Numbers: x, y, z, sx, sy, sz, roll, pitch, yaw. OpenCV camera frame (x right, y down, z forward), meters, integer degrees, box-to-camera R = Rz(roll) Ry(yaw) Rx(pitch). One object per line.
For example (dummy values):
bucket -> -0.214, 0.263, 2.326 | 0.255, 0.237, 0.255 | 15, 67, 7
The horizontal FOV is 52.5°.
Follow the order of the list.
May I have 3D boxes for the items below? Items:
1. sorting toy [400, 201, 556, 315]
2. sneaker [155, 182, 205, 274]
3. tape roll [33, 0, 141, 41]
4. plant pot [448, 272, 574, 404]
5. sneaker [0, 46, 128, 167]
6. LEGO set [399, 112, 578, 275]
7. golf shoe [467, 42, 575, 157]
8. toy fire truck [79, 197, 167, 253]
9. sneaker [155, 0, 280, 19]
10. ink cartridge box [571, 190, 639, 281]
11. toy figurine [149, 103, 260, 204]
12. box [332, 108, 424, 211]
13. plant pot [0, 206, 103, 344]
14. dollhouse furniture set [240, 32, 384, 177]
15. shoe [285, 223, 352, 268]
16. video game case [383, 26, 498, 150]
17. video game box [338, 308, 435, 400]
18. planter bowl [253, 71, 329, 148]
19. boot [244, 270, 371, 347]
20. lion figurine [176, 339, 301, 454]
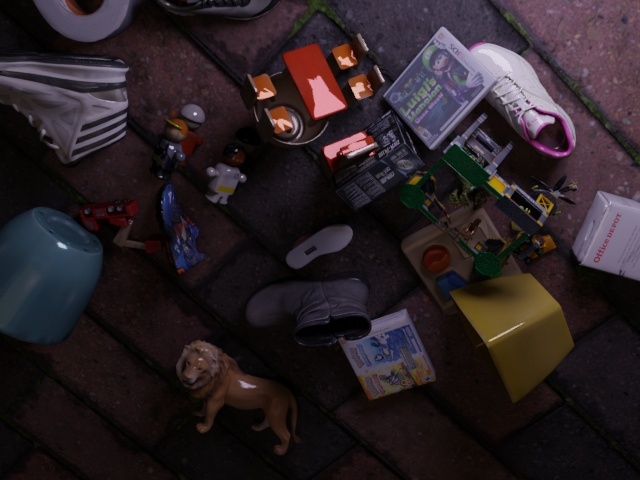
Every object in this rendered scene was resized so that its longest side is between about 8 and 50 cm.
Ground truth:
sorting toy -> 0.372, 0.028, 1.511 | 0.307, 0.041, 0.229 | -29, 106, 18
sneaker -> -0.341, -0.032, 1.570 | 0.087, 0.083, 0.221 | -17, 103, -25
tape roll -> -0.495, -0.536, 1.373 | 0.219, 0.072, 0.219 | 3, 113, 7
plant pot -> 0.446, 0.201, 1.479 | 0.187, 0.212, 0.212 | -28, 121, 2
sneaker -> -0.650, -0.288, 1.446 | 0.448, 0.169, 0.257 | 5, 112, 3
LEGO set -> 0.356, -0.108, 1.395 | 0.331, 0.192, 0.255 | 37, 136, 9
golf shoe -> 0.415, -0.284, 1.321 | 0.306, 0.140, 0.115 | 41, 113, -8
toy fire truck -> -0.487, -0.032, 1.599 | 0.192, 0.047, 0.135 | -5, 113, 10
sneaker -> -0.213, -0.502, 1.331 | 0.272, 0.108, 0.100 | 0, 111, 6
ink cartridge box -> 0.692, -0.001, 1.428 | 0.218, 0.092, 0.158 | 15, 114, -1
toy figurine -> -0.248, -0.194, 1.411 | 0.213, 0.209, 0.148 | 25, 108, -4
box -> 0.115, -0.173, 1.395 | 0.180, 0.147, 0.077 | -35, 125, 19
plant pot -> -0.663, 0.064, 1.545 | 0.293, 0.293, 0.235 | 37, 99, -8
dollhouse furniture set -> 0.012, -0.267, 1.284 | 0.262, 0.135, 0.259 | -25, 85, -17
shoe -> 0.000, 0.000, 1.527 | 0.178, 0.081, 0.063 | -29, 106, 21
video game case -> 0.242, -0.313, 1.339 | 0.190, 0.022, 0.173 | -48, 63, 25
video game box -> 0.169, 0.293, 1.650 | 0.187, 0.048, 0.205 | -21, 108, 18
planter bowl -> -0.070, -0.266, 1.393 | 0.162, 0.109, 0.162 | 3, 79, -13
boot -> -0.045, 0.174, 1.531 | 0.338, 0.222, 0.118 | -17, 110, 14
lion figurine -> -0.200, 0.407, 1.718 | 0.392, 0.142, 0.240 | 16, 107, -15
